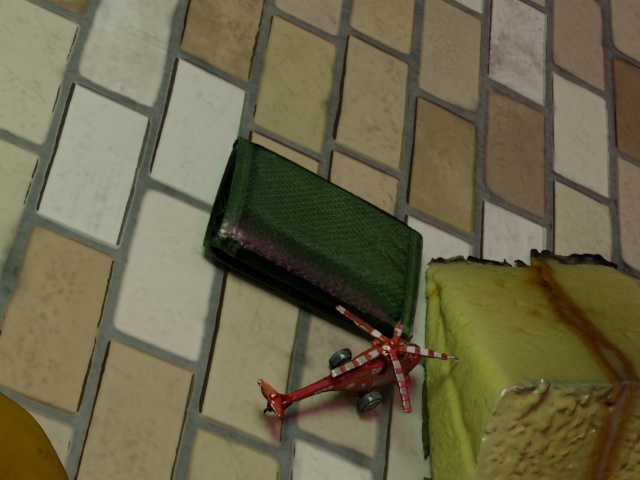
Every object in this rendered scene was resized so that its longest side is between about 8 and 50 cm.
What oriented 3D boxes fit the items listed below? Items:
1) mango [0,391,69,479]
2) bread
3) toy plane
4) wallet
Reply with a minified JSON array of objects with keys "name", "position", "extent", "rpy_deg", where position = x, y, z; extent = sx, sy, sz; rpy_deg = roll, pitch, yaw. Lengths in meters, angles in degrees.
[{"name":"mango","position":[-0.272,0.217,1.216],"extent":[0.175,0.139,0.254],"rpy_deg":[34,37,-13]},{"name":"bread","position":[0.235,0.172,1.700],"extent":[0.345,0.242,0.405],"rpy_deg":[12,17,-23]},{"name":"toy plane","position":[0.029,0.140,1.543],"extent":[0.126,0.077,0.194],"rpy_deg":[40,50,9]},{"name":"wallet","position":[-0.001,0.001,1.649],"extent":[0.236,0.055,0.160],"rpy_deg":[29,46,-18]}]
